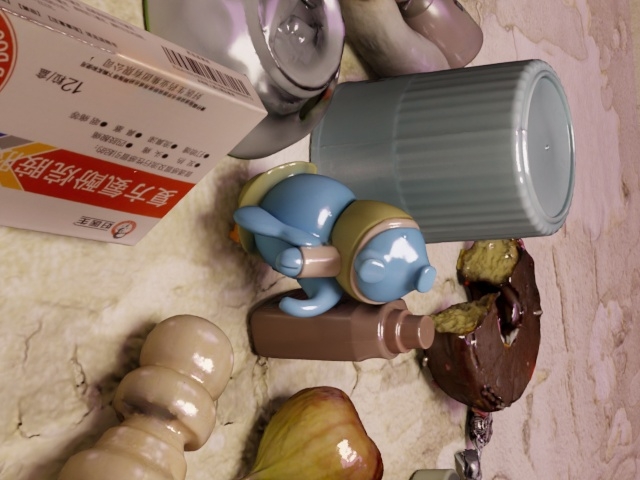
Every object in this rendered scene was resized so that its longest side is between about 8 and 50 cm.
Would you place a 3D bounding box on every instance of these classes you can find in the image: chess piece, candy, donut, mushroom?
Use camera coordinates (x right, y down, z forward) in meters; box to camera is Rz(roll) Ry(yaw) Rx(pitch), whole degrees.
[{"bbox_3d":[-0.166,0.191,0.812,0.142,0.143,0.260,55,43,-37],"label":"chess piece"},{"bbox_3d":[0.304,0.361,1.531,0.094,0.051,0.226,54,48,-52],"label":"candy"},{"bbox_3d":[0.306,0.168,1.472,0.345,0.136,0.259,-51,130,-42],"label":"donut"},{"bbox_3d":[0.113,-0.299,1.245,0.351,0.109,0.097,37,74,-49],"label":"mushroom"}]

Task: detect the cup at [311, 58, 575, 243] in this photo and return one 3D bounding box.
[{"bbox_3d":[0.202,-0.101,1.183,0.331,0.311,0.256,50,50,-41],"label":"cup"}]

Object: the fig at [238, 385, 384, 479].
[{"bbox_3d":[-0.027,0.267,0.994,0.231,0.143,0.160,4,54,-48],"label":"fig"}]

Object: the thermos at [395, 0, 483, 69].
[{"bbox_3d":[0.190,-0.397,1.371,0.193,0.105,0.137,34,58,-43],"label":"thermos"}]

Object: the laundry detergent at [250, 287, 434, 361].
[{"bbox_3d":[0.047,0.099,1.019,0.171,0.237,0.076,-23,106,-54],"label":"laundry detergent"}]

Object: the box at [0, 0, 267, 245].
[{"bbox_3d":[-0.233,-0.099,0.662,0.353,0.214,0.069,14,41,-53],"label":"box"}]

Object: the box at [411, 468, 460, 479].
[{"bbox_3d":[0.192,0.614,1.293,0.373,0.091,0.367,-52,130,-50],"label":"box"}]

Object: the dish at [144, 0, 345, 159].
[{"bbox_3d":[-0.056,-0.266,0.991,0.324,0.124,0.324,4,85,-54],"label":"dish"}]

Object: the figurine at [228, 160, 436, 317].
[{"bbox_3d":[0.002,-0.004,0.951,0.180,0.262,0.153,-27,128,-26],"label":"figurine"}]
